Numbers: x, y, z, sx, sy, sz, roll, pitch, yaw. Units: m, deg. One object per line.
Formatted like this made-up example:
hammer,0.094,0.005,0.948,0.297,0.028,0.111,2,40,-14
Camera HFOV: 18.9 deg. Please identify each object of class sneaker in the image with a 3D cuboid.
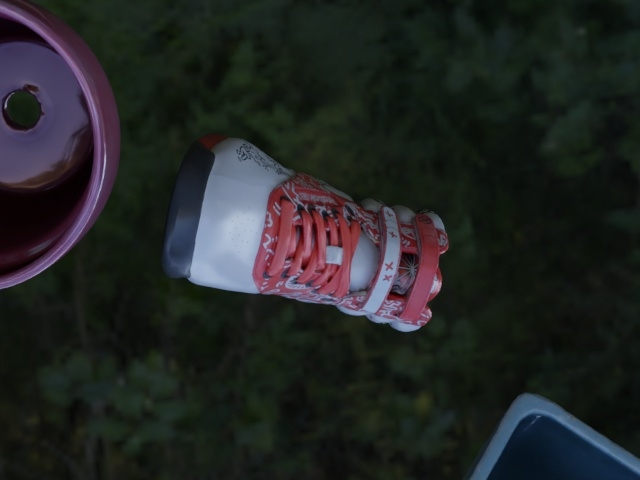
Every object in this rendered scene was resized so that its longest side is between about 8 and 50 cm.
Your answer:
sneaker,0.000,-0.001,1.179,0.145,0.090,0.270,14,179,11

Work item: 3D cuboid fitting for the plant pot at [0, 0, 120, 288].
plant pot,-0.229,-0.078,1.354,0.201,0.201,0.180,-9,-171,8

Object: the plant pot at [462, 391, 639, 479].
plant pot,0.169,0.301,1.480,0.247,0.248,0.252,33,162,0
